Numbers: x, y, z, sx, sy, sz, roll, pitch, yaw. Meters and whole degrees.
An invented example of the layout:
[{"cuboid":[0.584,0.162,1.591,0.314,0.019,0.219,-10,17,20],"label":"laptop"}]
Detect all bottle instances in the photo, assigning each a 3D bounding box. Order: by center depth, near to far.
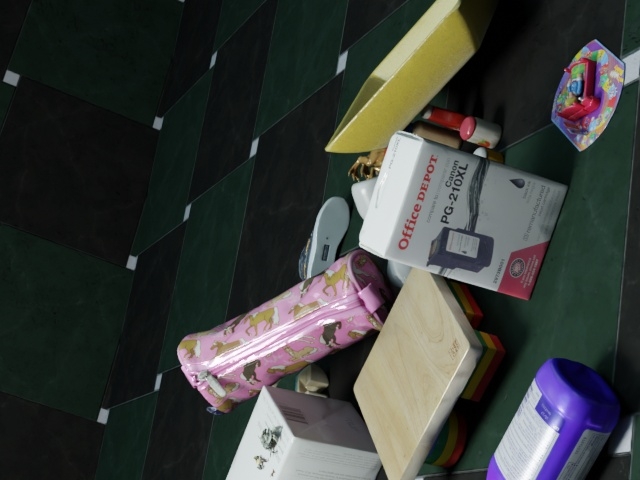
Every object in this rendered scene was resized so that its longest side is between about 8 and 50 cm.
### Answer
[{"cuboid":[0.262,0.286,1.555,0.118,0.092,0.283,-116,46,-62],"label":"bottle"}]

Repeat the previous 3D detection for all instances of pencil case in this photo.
[{"cuboid":[-0.050,0.155,2.148,0.386,0.160,0.167,-28,40,20],"label":"pencil case"}]

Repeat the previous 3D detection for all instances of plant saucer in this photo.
[{"cuboid":[0.171,-0.294,2.064,0.333,0.081,0.332,-46,9,31],"label":"plant saucer"}]

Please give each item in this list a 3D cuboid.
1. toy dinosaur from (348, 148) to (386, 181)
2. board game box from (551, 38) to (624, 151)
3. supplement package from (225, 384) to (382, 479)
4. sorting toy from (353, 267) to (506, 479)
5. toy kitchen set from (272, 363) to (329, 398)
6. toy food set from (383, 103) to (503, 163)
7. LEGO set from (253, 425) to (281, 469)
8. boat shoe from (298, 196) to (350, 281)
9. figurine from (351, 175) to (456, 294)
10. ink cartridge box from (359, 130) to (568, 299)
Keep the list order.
[{"cuboid":[0.108,-0.161,2.351,0.112,0.064,0.211,-34,50,33],"label":"toy dinosaur"},{"cuboid":[0.358,-0.208,1.761,0.133,0.033,0.168,-65,23,22],"label":"board game box"},{"cuboid":[-0.047,0.421,2.113,0.293,0.175,0.177,-69,26,15],"label":"supplement package"},{"cuboid":[0.165,0.199,1.873,0.255,0.089,0.257,-65,23,22],"label":"sorting toy"},{"cuboid":[-0.085,0.326,2.305,0.122,0.166,0.207,130,149,-48],"label":"toy kitchen set"},{"cuboid":[0.198,-0.154,2.026,0.232,0.104,0.111,14,88,69],"label":"toy food set"},{"cuboid":[-0.090,0.325,2.017,0.054,0.023,0.083,36,108,62],"label":"LEGO set"},{"cuboid":[0.000,0.000,2.472,0.083,0.065,0.183,18,93,68],"label":"boat shoe"},{"cuboid":[0.141,-0.008,2.034,0.215,0.092,0.209,-10,98,69],"label":"figurine"},{"cuboid":[0.196,-0.035,1.755,0.100,0.237,0.172,-148,75,-69],"label":"ink cartridge box"}]
